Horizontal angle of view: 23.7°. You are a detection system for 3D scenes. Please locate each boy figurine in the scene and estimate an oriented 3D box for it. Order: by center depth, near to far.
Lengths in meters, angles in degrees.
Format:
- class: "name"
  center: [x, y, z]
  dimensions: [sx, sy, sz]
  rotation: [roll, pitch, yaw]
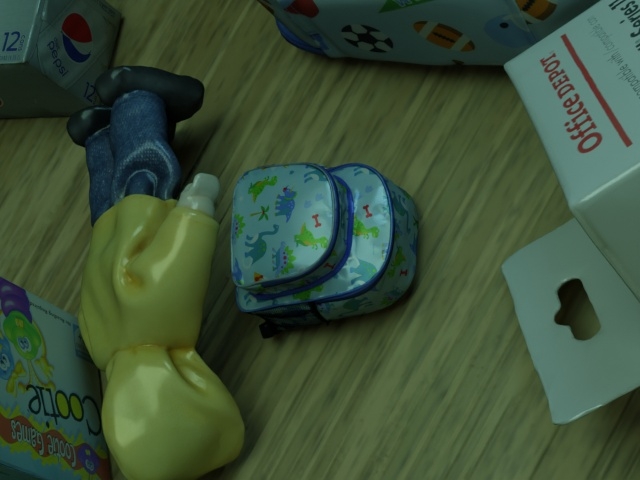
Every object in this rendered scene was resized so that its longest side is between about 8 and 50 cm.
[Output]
- class: "boy figurine"
  center: [-0.108, 0.021, 1.016]
  dimensions: [0.177, 0.092, 0.285]
  rotation: [-45, 48, 47]

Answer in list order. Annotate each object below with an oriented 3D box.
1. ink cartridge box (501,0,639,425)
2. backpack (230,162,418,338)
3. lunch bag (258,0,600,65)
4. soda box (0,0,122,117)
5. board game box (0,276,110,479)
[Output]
- class: "ink cartridge box"
  center: [0.228, -0.076, 0.813]
  dimensions: [0.353, 0.119, 0.207]
  rotation: [-34, 24, 12]
- class: "backpack"
  center: [0.000, 0.000, 0.981]
  dimensions: [0.114, 0.084, 0.105]
  rotation: [-9, 67, 23]
- class: "lunch bag"
  center: [0.101, -0.239, 1.011]
  dimensions: [0.303, 0.115, 0.243]
  rotation: [6, 67, 30]
- class: "soda box"
  center: [-0.305, -0.154, 1.212]
  dimensions: [0.286, 0.098, 0.091]
  rotation: [0, 71, 30]
- class: "board game box"
  center: [-0.302, 0.144, 1.053]
  dimensions: [0.275, 0.144, 0.142]
  rotation: [-22, 60, 19]
